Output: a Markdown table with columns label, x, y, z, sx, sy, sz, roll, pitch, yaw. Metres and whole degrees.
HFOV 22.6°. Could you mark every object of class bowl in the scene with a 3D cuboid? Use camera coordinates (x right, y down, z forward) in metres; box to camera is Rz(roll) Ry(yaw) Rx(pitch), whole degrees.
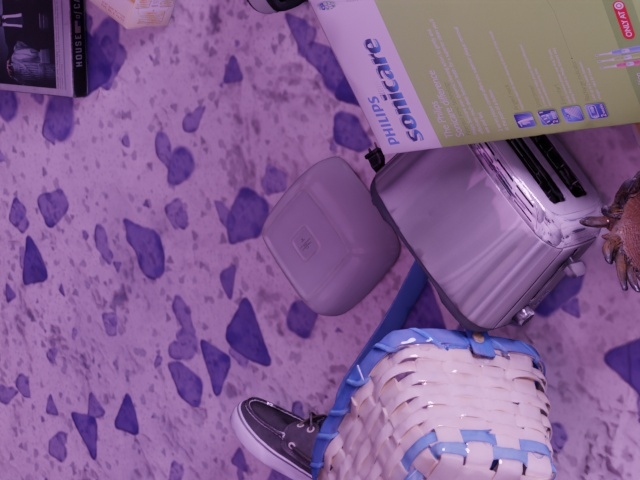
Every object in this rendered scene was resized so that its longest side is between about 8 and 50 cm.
| label | x | y | z | sx | sy | sz | roll | pitch | yaw |
| --- | --- | --- | --- | --- | --- | --- | --- | --- | --- |
| bowl | 0.000 | 0.000 | 1.678 | 0.142 | 0.053 | 0.142 | 57 | 132 | 18 |

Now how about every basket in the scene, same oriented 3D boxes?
| label | x | y | z | sx | sy | sz | roll | pitch | yaw |
| --- | --- | --- | --- | --- | --- | --- | --- | --- | --- |
| basket | 0.099 | 0.175 | 1.550 | 0.255 | 0.201 | 0.289 | -63 | 32 | 35 |

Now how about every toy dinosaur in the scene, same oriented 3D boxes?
| label | x | y | z | sx | sy | sz | roll | pitch | yaw |
| --- | --- | --- | --- | --- | --- | --- | --- | --- | --- |
| toy dinosaur | 0.309 | -0.045 | 1.279 | 0.200 | 0.127 | 0.296 | 7 | 146 | 11 |

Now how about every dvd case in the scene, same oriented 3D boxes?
| label | x | y | z | sx | sy | sz | roll | pitch | yaw |
| --- | --- | --- | --- | --- | --- | --- | --- | --- | --- |
| dvd case | -0.375 | -0.272 | 1.967 | 0.238 | 0.029 | 0.179 | 9 | 105 | 40 |

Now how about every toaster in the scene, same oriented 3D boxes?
| label | x | y | z | sx | sy | sz | roll | pitch | yaw |
| --- | --- | --- | --- | --- | --- | --- | --- | --- | --- |
| toaster | 0.153 | -0.039 | 1.482 | 0.146 | 0.129 | 0.227 | -46 | 70 | 34 |

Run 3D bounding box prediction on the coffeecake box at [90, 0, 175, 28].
| label | x | y | z | sx | sy | sz | roll | pitch | yaw |
| --- | --- | --- | --- | --- | --- | --- | --- | --- | --- |
| coffeecake box | -0.210 | -0.350 | 1.773 | 0.142 | 0.068 | 0.185 | 38 | 122 | 30 |

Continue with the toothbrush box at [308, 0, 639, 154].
| label | x | y | z | sx | sy | sz | roll | pitch | yaw |
| --- | --- | --- | --- | --- | --- | --- | --- | --- | --- |
| toothbrush box | 0.154 | -0.198 | 1.324 | 0.283 | 0.122 | 0.206 | -7 | 130 | 28 |

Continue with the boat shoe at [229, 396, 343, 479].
| label | x | y | z | sx | sy | sz | roll | pitch | yaw |
| --- | --- | --- | --- | --- | --- | --- | --- | --- | --- |
| boat shoe | 0.001 | 0.224 | 1.712 | 0.228 | 0.080 | 0.076 | 37 | 119 | 29 |

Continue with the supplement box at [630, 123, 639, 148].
| label | x | y | z | sx | sy | sz | roll | pitch | yaw |
| --- | --- | --- | --- | --- | --- | --- | --- | --- | --- |
| supplement box | 0.303 | -0.109 | 1.389 | 0.062 | 0.036 | 0.098 | -25 | 83 | 43 |

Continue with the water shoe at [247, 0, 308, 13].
| label | x | y | z | sx | sy | sz | roll | pitch | yaw |
| --- | --- | --- | --- | --- | --- | --- | --- | --- | --- |
| water shoe | -0.051 | -0.337 | 1.647 | 0.080 | 0.073 | 0.203 | -11 | 97 | 21 |
